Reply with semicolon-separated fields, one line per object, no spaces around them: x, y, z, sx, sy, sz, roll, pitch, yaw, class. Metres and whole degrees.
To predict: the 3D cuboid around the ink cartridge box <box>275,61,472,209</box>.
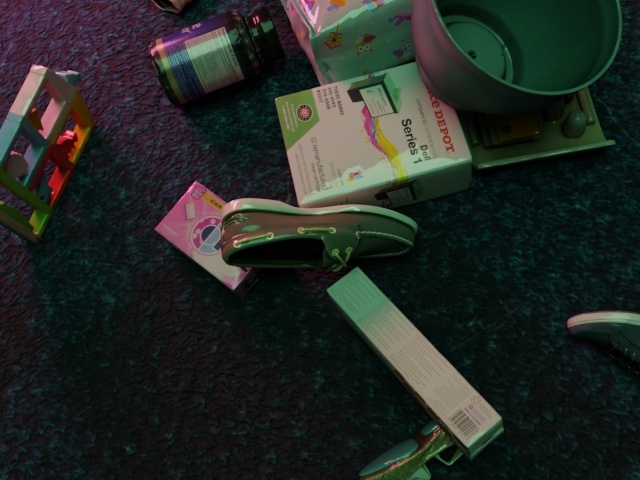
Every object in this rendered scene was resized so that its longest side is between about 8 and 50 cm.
0.087;-0.158;1.200;0.278;0.117;0.201;-14;69;3;ink cartridge box

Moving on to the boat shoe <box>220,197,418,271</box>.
-0.001;0.002;1.123;0.305;0.109;0.091;4;59;-7;boat shoe

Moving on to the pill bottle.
-0.179;-0.327;1.296;0.219;0.123;0.123;-21;69;0;pill bottle

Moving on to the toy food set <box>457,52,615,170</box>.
0.333;-0.268;1.216;0.220;0.092;0.306;-11;69;4;toy food set

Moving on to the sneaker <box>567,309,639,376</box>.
0.457;0.193;1.039;0.226;0.086;0.163;12;70;11;sneaker

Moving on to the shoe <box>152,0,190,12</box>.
-0.314;-0.503;1.408;0.178;0.063;0.081;33;73;13;shoe

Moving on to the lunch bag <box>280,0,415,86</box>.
0.056;-0.402;1.264;0.223;0.160;0.262;-24;48;0;lunch bag

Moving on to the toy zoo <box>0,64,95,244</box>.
-0.470;-0.158;1.242;0.030;0.192;0.293;17;73;13;toy zoo

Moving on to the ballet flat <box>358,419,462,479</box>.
0.153;0.305;1.057;0.206;0.073;0.067;-35;92;0;ballet flat

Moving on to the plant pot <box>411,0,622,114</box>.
0.255;-0.304;1.079;0.293;0.196;0.293;4;74;-15;plant pot

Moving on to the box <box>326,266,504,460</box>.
0.130;0.170;1.066;0.067;0.063;0.324;-37;56;-11;box

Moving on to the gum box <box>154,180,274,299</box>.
-0.163;0.002;1.209;0.188;0.062;0.107;36;80;18;gum box
